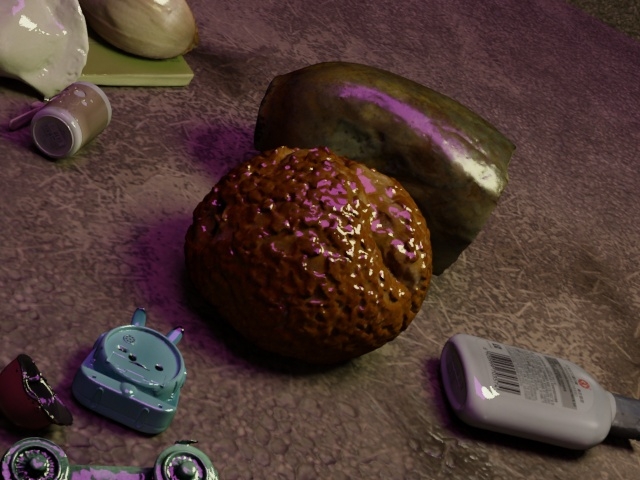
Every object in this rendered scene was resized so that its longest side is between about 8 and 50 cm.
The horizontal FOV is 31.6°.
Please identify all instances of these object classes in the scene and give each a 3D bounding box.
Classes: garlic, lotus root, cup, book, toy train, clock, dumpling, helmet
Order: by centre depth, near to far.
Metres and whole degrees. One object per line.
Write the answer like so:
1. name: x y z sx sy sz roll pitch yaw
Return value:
1. toy train: -0.185 0.256 0.960 0.253 0.105 0.157 10 50 -28
2. helmet: -0.278 0.154 1.068 0.084 0.049 0.065 56 -1 -4
3. clock: -0.189 0.129 1.176 0.108 0.045 0.147 26 31 -7
4. cup: -0.334 -0.160 1.450 0.102 0.074 0.099 28 32 1
5. dumpling: -0.419 -0.304 1.513 0.215 0.166 0.126 34 0 20
6. lotus root: 0.078 -0.117 1.564 0.346 0.251 0.250 24 32 -1
7. garlic: -0.265 -0.329 1.652 0.206 0.128 0.115 34 60 -18
8. book: -0.368 -0.363 1.710 0.239 0.035 0.352 -7 55 -46

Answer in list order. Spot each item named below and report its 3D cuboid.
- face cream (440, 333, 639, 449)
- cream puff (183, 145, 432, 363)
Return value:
1. face cream: 0.292 0.198 1.423 0.291 0.071 0.144 14 36 -21
2. cream puff: 0.000 0.000 1.351 0.303 0.212 0.303 22 29 -13
